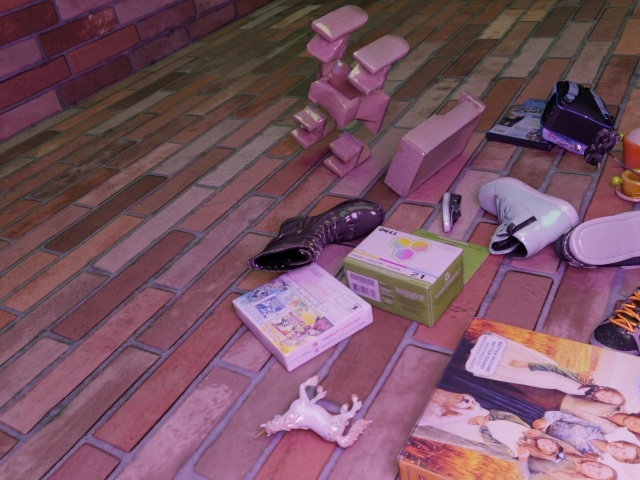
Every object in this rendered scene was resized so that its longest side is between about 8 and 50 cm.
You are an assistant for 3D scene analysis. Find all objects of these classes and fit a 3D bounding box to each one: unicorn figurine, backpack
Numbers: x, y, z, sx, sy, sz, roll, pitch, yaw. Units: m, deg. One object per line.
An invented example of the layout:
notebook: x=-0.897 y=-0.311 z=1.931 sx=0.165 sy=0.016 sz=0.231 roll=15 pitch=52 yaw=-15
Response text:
unicorn figurine: x=-0.012 y=0.263 z=0.912 sx=0.161 sy=0.060 sz=0.111 roll=10 pitch=38 yaw=29
backpack: x=0.630 y=-0.317 z=1.504 sx=0.158 sy=0.117 sz=0.173 roll=22 pitch=42 yaw=-1

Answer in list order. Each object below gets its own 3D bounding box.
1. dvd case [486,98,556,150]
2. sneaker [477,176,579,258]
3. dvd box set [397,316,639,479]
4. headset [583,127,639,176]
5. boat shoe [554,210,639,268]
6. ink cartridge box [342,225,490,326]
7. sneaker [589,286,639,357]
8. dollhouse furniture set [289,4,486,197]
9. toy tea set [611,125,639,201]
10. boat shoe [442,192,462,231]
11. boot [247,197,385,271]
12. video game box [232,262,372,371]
dvd case: x=0.591 y=-0.318 z=1.634 sx=0.180 sy=0.022 sz=0.253 roll=21 pitch=45 yaw=38
sneaker: x=0.370 y=-0.046 z=1.224 sx=0.151 sy=0.094 sz=0.256 roll=-32 pitch=27 yaw=-14
dvd box set: x=0.355 y=0.264 z=0.804 sx=0.420 sy=0.062 sz=0.307 roll=12 pitch=40 yaw=31
headset: x=0.711 y=-0.153 z=1.140 sx=0.393 sy=0.185 sz=0.244 roll=6 pitch=73 yaw=10
boat shoe: x=0.582 y=-0.007 z=1.104 sx=0.302 sy=0.115 sz=0.091 roll=0 pitch=-6 yaw=-6
ink cartridge box: x=0.193 y=0.029 z=1.167 sx=0.188 sy=0.097 sz=0.255 roll=17 pitch=43 yaw=35
sneaker: x=0.503 y=0.120 z=0.957 sx=0.214 sy=0.083 sz=0.084 roll=-30 pitch=40 yaw=-24
dollhouse furniture set: x=0.162 y=-0.335 z=1.504 sx=0.394 sy=0.362 sz=0.256 roll=42 pitch=57 yaw=18
toy tea set: x=0.794 y=-0.174 z=1.269 sx=0.335 sy=0.124 sz=0.200 roll=2 pitch=36 yaw=19
boat shoe: x=0.289 y=-0.066 z=1.325 sx=0.040 sy=0.049 sz=0.142 roll=-1 pitch=33 yaw=14
boot: x=0.000 y=0.000 z=1.223 sx=0.262 sy=0.091 sz=0.229 roll=-15 pitch=14 yaw=13
video game box: x=-0.036 y=0.132 z=1.126 sx=0.187 sy=0.048 sz=0.205 roll=-25 pitch=35 yaw=-24
